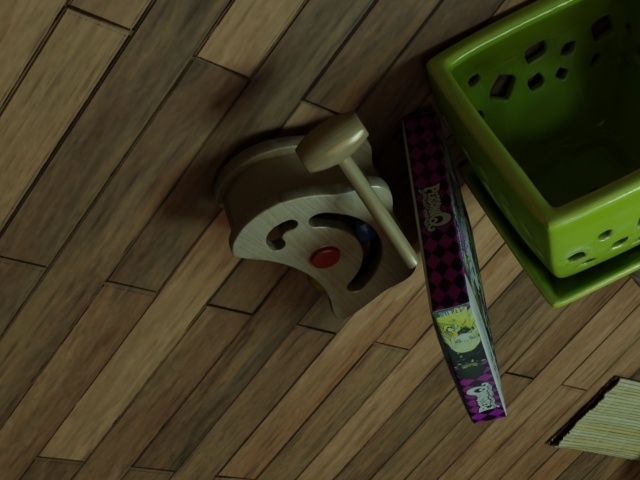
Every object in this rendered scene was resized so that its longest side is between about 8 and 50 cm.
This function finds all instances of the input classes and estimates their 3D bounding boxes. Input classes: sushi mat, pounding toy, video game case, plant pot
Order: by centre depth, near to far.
[{"bbox_3d":[0.000,0.000,1.102,0.154,0.155,0.269,-23,144,3],"label":"pounding toy"},{"bbox_3d":[0.256,-0.084,1.136,0.227,0.228,0.207,-26,146,-6],"label":"plant pot"},{"bbox_3d":[0.130,0.027,1.162,0.042,0.232,0.210,-13,141,10],"label":"video game case"},{"bbox_3d":[0.486,0.278,1.809,0.316,0.019,0.151,17,120,-42],"label":"sushi mat"}]

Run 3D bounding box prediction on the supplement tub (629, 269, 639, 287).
[{"bbox_3d":[0.385,-0.034,1.322,0.144,0.144,0.199,-32,140,2],"label":"supplement tub"}]
